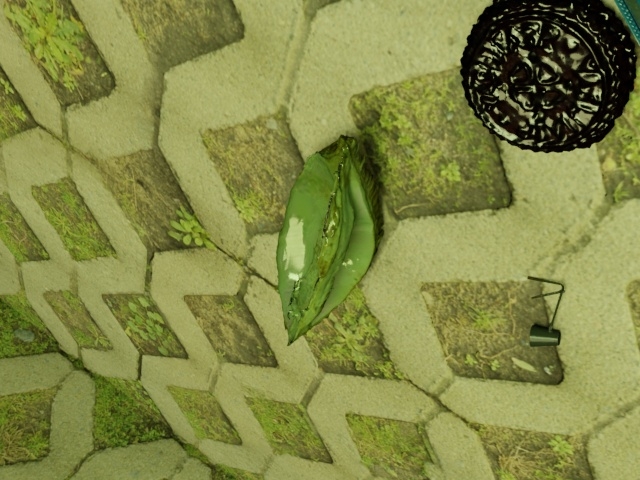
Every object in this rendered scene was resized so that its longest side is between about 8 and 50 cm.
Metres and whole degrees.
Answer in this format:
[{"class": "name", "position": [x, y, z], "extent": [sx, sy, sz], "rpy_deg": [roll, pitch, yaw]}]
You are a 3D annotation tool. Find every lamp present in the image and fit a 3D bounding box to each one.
[{"class": "lamp", "position": [0.321, 0.108, 1.008], "extent": [0.054, 0.041, 0.121], "rpy_deg": [4, 132, 28]}]

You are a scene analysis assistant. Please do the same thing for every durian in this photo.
[{"class": "durian", "position": [-0.009, -0.006, 1.046], "extent": [0.163, 0.198, 0.394], "rpy_deg": [34, 140, 12]}]

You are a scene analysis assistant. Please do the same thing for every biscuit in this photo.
[{"class": "biscuit", "position": [0.240, -0.182, 0.772], "extent": [0.195, 0.053, 0.194], "rpy_deg": [24, 140, 22]}]

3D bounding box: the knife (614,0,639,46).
[{"class": "knife", "position": [0.276, -0.249, 0.657], "extent": [0.296, 0.026, 0.044], "rpy_deg": [47, 157, -25]}]
